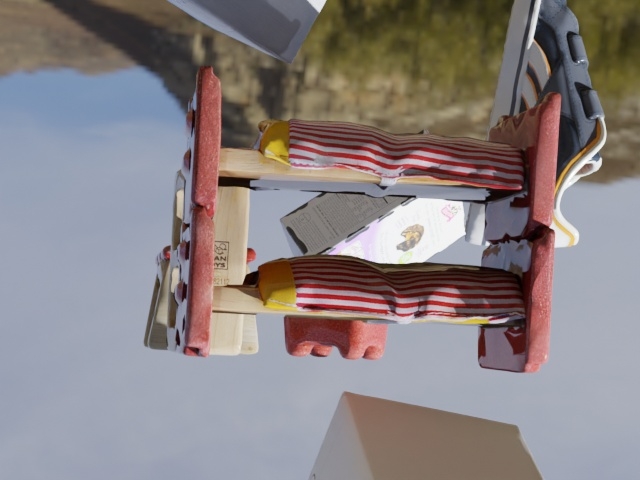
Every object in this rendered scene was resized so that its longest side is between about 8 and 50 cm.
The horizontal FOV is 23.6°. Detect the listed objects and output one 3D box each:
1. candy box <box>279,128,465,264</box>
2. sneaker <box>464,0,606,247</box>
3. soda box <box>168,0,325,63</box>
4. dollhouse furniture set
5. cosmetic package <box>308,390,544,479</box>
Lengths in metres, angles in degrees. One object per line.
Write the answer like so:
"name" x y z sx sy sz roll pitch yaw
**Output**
"candy box" 0.065 -0.016 1.742 0.070 0.196 0.165 54 172 27
"sneaker" 0.241 -0.141 1.618 0.128 0.321 0.126 10 172 7
"soda box" -0.108 -0.207 0.850 0.091 0.098 0.286 30 -178 44
"dollhouse furniture set" 0.000 0.000 0.978 0.201 0.152 0.374 3 176 -9
"cosmetic package" 0.084 0.283 1.026 0.155 0.197 0.365 13 -159 -17
